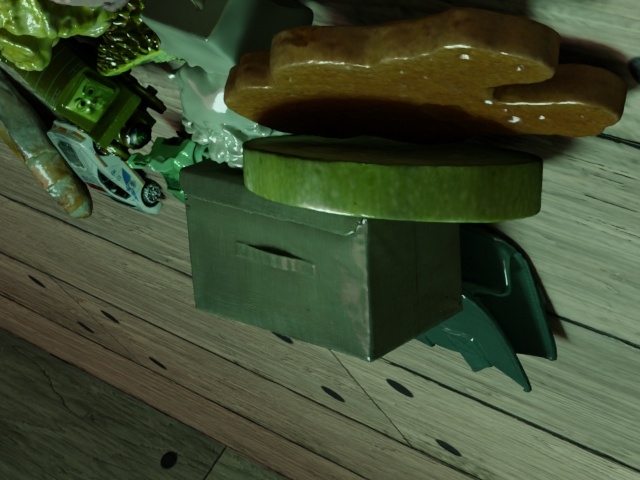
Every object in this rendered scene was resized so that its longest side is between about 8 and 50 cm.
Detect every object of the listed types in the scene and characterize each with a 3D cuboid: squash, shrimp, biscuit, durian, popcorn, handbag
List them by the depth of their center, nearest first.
[{"bbox_3d":[0.065,-0.122,1.174,0.333,0.047,0.202,-2,163,43],"label":"biscuit"},{"bbox_3d":[0.056,-0.056,1.280,0.252,0.049,0.252,2,-170,0],"label":"squash"},{"bbox_3d":[-0.267,-0.235,1.467,0.126,0.145,0.126,-26,102,32],"label":"popcorn"},{"bbox_3d":[-0.169,-0.207,1.543,0.100,0.086,0.215,4,178,-21],"label":"durian"},{"bbox_3d":[0.086,0.033,1.663,0.326,0.089,0.238,22,159,33],"label":"handbag"},{"bbox_3d":[-0.413,-0.158,2.126,0.317,0.062,0.164,54,177,-24],"label":"shrimp"}]

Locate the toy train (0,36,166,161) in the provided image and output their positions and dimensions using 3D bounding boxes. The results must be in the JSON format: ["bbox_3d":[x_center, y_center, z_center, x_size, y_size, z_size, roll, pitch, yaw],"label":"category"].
[{"bbox_3d":[-0.265,-0.174,1.673,0.137,0.090,0.225,33,-175,-44],"label":"toy train"}]

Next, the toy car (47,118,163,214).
[{"bbox_3d":[-0.290,-0.094,2.093,0.095,0.056,0.205,18,156,43],"label":"toy car"}]

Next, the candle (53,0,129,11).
[{"bbox_3d":[-0.242,-0.325,1.227,0.317,0.131,0.287,33,160,-34],"label":"candle"}]

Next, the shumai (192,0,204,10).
[{"bbox_3d":[-0.077,-0.235,1.159,0.145,0.116,0.145,30,162,11],"label":"shumai"}]

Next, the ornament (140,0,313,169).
[{"bbox_3d":[-0.071,-0.160,1.357,0.130,0.120,0.285,31,162,11],"label":"ornament"}]

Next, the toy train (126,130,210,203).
[{"bbox_3d":[-0.146,-0.076,1.816,0.149,0.081,0.099,45,160,-32],"label":"toy train"}]

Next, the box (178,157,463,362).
[{"bbox_3d":[0.000,0.000,1.470,0.231,0.155,0.149,13,117,37],"label":"box"}]
